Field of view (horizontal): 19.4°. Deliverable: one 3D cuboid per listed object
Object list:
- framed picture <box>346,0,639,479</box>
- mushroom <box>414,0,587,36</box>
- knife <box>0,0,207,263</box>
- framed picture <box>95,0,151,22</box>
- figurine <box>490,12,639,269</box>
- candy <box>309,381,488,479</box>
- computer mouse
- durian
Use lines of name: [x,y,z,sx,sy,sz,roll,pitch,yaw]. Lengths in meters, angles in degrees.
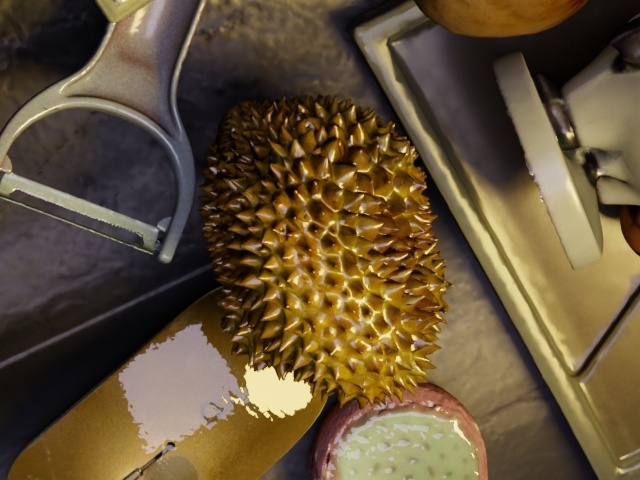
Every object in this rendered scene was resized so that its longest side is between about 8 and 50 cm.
framed picture: [0.283,-0.089,1.049,0.446,0.028,0.326,-29,108,2]
mushroom: [0.079,-0.271,0.888,0.128,0.128,0.350,-6,101,-5]
knife: [-0.086,-0.139,0.969,0.123,0.053,0.278,21,92,-17]
framed picture: [-0.043,-0.281,0.920,0.296,0.019,0.232,-37,108,-10]
figurine: [0.221,-0.071,0.961,0.236,0.133,0.176,-23,140,8]
candy: [0.045,0.129,1.078,0.103,0.043,0.103,-1,107,-4]
computer mouse: [-0.086,0.108,1.055,0.199,0.045,0.102,-39,104,5]
durian: [0.000,0.000,0.975,0.137,0.158,0.168,-28,106,-13]
